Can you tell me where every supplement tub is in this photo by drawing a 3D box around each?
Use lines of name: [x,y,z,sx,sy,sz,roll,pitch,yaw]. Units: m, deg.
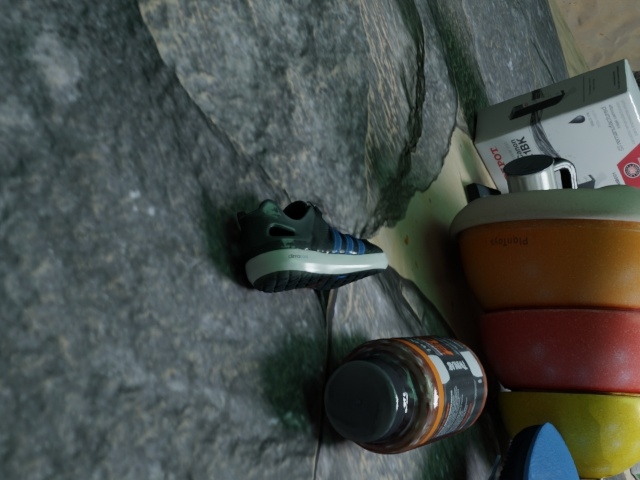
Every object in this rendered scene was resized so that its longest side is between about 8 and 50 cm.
supplement tub: [0.080,0.143,0.807,0.198,0.106,0.106,9,65,-61]

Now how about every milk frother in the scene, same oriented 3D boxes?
milk frother: [0.348,-0.077,1.439,0.129,0.143,0.135,-33,117,-34]

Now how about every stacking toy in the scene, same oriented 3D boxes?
stacking toy: [0.335,0.186,1.129,0.350,0.350,0.480,19,73,-58]

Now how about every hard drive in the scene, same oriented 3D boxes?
hard drive: [0.279,-0.042,1.402,0.135,0.022,0.094,5,69,-62]

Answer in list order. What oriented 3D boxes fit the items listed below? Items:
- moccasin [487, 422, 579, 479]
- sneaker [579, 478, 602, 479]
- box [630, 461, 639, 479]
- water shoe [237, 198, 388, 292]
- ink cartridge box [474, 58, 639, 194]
moccasin: [0.196,0.329,0.908,0.138,0.117,0.342,52,35,-13]
sneaker: [0.382,0.266,1.323,0.145,0.090,0.270,-3,73,-60]
box: [0.714,0.465,1.832,0.101,0.087,0.102,47,35,-40]
water shoe: [0.000,0.000,0.784,0.203,0.073,0.080,4,68,-62]
ink cartridge box: [0.432,-0.167,1.501,0.197,0.273,0.114,55,34,-29]
